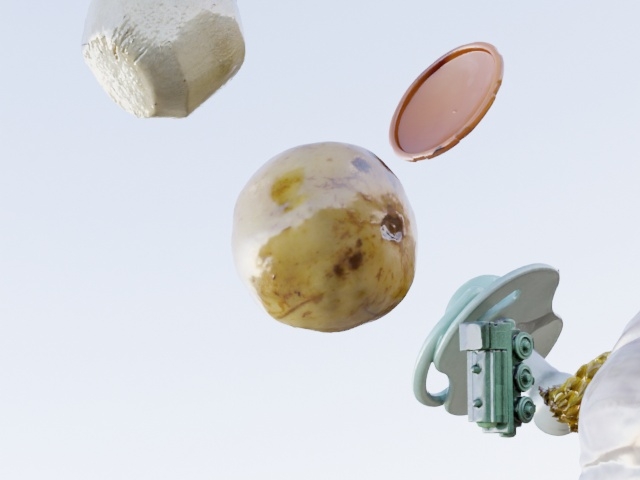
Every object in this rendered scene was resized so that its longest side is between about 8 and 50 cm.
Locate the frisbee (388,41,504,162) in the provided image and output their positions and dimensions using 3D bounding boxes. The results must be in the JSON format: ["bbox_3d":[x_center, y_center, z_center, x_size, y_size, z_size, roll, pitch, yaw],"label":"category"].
[{"bbox_3d":[0.169,-0.177,1.971,0.192,0.192,0.035,-34,-55,28],"label":"frisbee"}]

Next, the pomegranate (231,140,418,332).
[{"bbox_3d":[0.000,0.000,1.681,0.215,0.215,0.215,-19,-22,-8],"label":"pomegranate"}]

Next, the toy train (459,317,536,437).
[{"bbox_3d":[0.247,0.193,2.126,0.111,0.171,0.071,5,-8,-42],"label":"toy train"}]

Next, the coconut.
[{"bbox_3d":[-0.157,-0.217,1.568,0.162,0.161,0.161,-47,-9,-27],"label":"coconut"}]

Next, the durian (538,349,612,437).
[{"bbox_3d":[0.481,0.240,2.068,0.305,0.196,0.185,-2,-32,-15],"label":"durian"}]

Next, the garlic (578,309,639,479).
[{"bbox_3d":[0.310,0.161,1.054,0.317,0.318,0.259,-12,-3,-24],"label":"garlic"}]

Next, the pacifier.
[{"bbox_3d":[0.296,0.198,2.310,0.288,0.269,0.343,-36,-35,-9],"label":"pacifier"}]
